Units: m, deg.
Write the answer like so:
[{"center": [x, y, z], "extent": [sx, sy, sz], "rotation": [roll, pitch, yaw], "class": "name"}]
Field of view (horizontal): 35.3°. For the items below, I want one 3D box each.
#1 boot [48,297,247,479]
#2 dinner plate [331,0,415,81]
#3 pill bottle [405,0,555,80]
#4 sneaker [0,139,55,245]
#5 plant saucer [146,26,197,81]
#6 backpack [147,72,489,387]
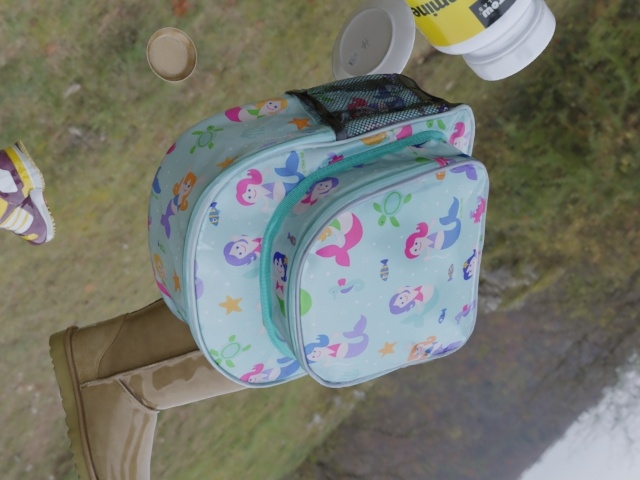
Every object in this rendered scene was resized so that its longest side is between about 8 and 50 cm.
[{"center": [-0.122, 0.153, 1.017], "extent": [0.269, 0.236, 0.089], "rotation": [-18, 177, 7], "class": "boot"}, {"center": [0.063, -0.254, 1.298], "extent": [0.017, 0.141, 0.141], "rotation": [16, 119, -43], "class": "dinner plate"}, {"center": [0.186, -0.390, 1.430], "extent": [0.188, 0.334, 0.188], "rotation": [-33, -147, 25], "class": "pill bottle"}, {"center": [-0.348, -0.041, 1.110], "extent": [0.084, 0.070, 0.185], "rotation": [-27, 158, -20], "class": "sneaker"}, {"center": [-0.230, -0.283, 1.538], "extent": [0.083, 0.083, 0.015], "rotation": [-46, -158, -24], "class": "plant saucer"}, {"center": [0.000, 0.000, 0.789], "extent": [0.253, 0.191, 0.225], "rotation": [-11, 122, -20], "class": "backpack"}]
